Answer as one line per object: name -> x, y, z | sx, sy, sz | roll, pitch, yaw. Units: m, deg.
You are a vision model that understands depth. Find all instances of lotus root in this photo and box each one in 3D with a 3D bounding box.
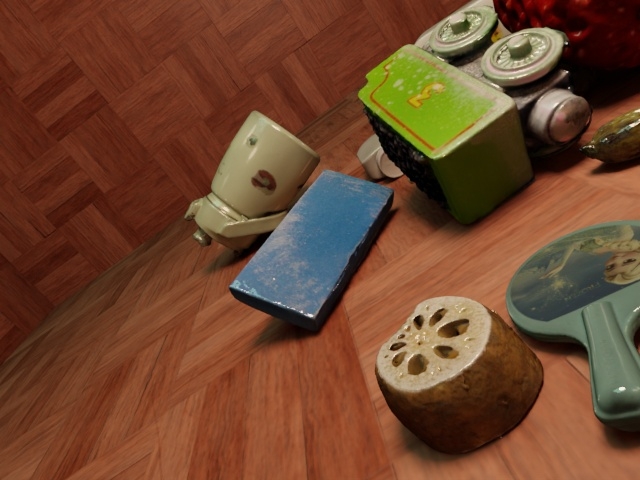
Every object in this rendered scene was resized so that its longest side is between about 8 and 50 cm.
lotus root -> 0.112, 0.107, 0.407 | 0.122, 0.081, 0.112 | -43, 27, -19
lotus root -> 0.346, -0.116, 0.551 | 0.099, 0.049, 0.054 | -24, 30, 31

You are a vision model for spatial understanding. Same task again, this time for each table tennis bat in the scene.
table tennis bat -> 0.222, 0.052, 0.396 | 0.149, 0.038, 0.237 | -25, 19, 30

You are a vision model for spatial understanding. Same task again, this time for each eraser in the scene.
eraser -> 0.000, 0.000, 0.783 | 0.144, 0.043, 0.312 | 18, 47, 19

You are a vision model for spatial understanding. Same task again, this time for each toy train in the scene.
toy train -> 0.206, -0.189, 0.709 | 0.248, 0.173, 0.307 | -36, 42, 4

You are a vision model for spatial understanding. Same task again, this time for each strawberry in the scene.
strawberry -> 0.408, -0.406, 0.721 | 0.317, 0.295, 0.345 | -40, 36, -1

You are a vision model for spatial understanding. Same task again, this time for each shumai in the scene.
shumai -> 0.380, -0.267, 0.811 | 0.139, 0.105, 0.123 | -63, 23, 2

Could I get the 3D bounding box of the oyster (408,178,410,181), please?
oyster -> 0.200, -0.161, 0.916 | 0.100, 0.037, 0.098 | -29, 50, 46

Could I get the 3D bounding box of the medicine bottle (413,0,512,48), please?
medicine bottle -> 0.379, -0.455, 1.109 | 0.324, 0.179, 0.124 | -24, 22, 36

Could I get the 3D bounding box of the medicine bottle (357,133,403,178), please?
medicine bottle -> 0.145, -0.189, 1.066 | 0.119, 0.069, 0.183 | -32, 18, 9

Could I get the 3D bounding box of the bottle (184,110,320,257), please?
bottle -> -0.168, -0.115, 1.218 | 0.352, 0.229, 0.229 | -56, 18, 4
